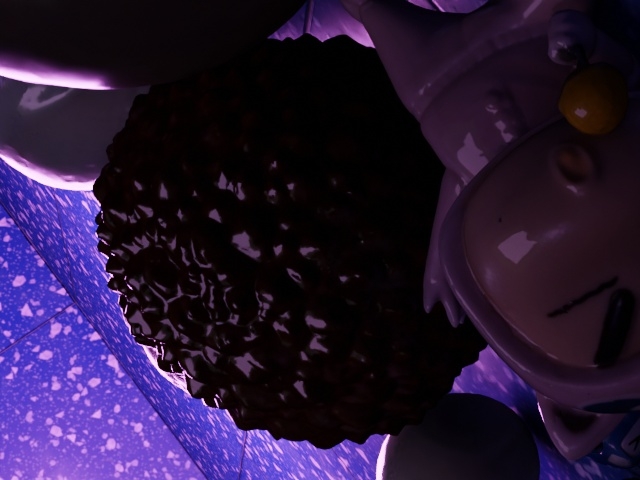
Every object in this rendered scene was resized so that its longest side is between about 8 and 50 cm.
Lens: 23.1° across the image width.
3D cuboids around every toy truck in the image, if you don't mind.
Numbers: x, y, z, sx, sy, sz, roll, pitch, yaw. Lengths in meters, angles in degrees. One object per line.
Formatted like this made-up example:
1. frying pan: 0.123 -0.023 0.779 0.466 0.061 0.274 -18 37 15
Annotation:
1. toy truck: 0.209 0.130 1.004 0.090 0.056 0.073 36 168 15

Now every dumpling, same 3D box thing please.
1. dumpling: -0.143 -0.152 1.222 0.211 0.270 0.320 38 144 -19

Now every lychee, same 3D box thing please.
1. lychee: 0.000 0.000 1.007 0.264 0.300 0.264 -168 90 -68

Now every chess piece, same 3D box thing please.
1. chess piece: 0.103 0.273 1.291 0.182 0.182 0.330 39 138 44

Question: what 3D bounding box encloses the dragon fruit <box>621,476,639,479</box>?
1. dragon fruit: 0.181 0.241 1.033 0.182 0.188 0.182 175 90 -85

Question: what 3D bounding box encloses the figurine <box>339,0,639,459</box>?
1. figurine: 0.106 -0.041 0.766 0.288 0.176 0.186 68 -169 8

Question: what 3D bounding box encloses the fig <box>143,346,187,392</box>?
1. fig: -0.025 0.057 1.339 0.217 0.217 0.321 47 -176 28

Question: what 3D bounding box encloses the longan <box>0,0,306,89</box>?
1. longan: -0.114 -0.224 0.813 0.319 0.319 0.319 49 163 21
